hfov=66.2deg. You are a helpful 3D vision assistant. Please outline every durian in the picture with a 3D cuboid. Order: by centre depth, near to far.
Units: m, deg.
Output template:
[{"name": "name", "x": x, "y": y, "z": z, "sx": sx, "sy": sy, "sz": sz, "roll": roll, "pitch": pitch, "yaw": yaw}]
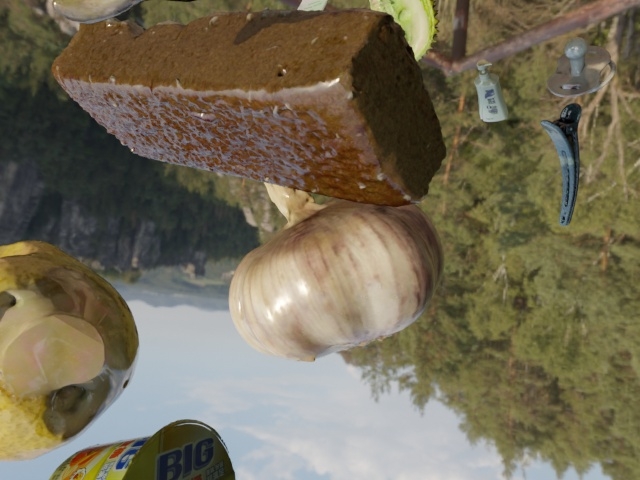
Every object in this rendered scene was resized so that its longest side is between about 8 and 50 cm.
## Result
[{"name": "durian", "x": 0.136, "y": -0.354, "z": 0.792, "sx": 0.100, "sy": 0.086, "sz": 0.215, "roll": -21, "pitch": 125, "yaw": 13}]

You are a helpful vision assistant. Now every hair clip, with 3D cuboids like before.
[{"name": "hair clip", "x": 0.519, "y": -0.147, "z": 1.033, "sx": 0.048, "sy": 0.083, "sz": 0.275, "roll": 38, "pitch": 157, "yaw": 55}]

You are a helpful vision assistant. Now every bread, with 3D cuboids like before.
[{"name": "bread", "x": -0.091, "y": -0.141, "z": 0.496, "sx": 0.417, "sy": 0.113, "sz": 0.165, "roll": 16, "pitch": 162, "yaw": 34}]

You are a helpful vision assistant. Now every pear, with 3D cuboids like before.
[{"name": "pear", "x": -0.374, "y": 0.132, "z": 0.627, "sx": 0.271, "sy": 0.271, "sz": 0.271, "roll": 7, "pitch": 172, "yaw": 1}]

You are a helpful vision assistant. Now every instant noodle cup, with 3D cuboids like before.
[{"name": "instant noodle cup", "x": -0.212, "y": 0.314, "z": 0.551, "sx": 0.153, "sy": 0.205, "sz": 0.205, "roll": -12, "pitch": 165, "yaw": 23}]

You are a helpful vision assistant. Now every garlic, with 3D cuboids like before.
[{"name": "garlic", "x": 0.000, "y": 0.000, "z": 0.551, "sx": 0.245, "sy": 0.253, "sz": 0.245, "roll": -24, "pitch": 168, "yaw": -5}]

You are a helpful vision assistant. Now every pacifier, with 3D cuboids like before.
[{"name": "pacifier", "x": 0.364, "y": -0.248, "z": 0.685, "sx": 0.081, "sy": 0.099, "sz": 0.078, "roll": 15, "pitch": 156, "yaw": 40}]

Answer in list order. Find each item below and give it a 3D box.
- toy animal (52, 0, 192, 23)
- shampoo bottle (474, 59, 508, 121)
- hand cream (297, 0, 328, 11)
[{"name": "toy animal", "x": -0.056, "y": -0.193, "z": 0.242, "sx": 0.121, "sy": 0.168, "sz": 0.233, "roll": 47, "pitch": 161, "yaw": -26}, {"name": "shampoo bottle", "x": 0.296, "y": -0.264, "z": 0.867, "sx": 0.049, "sy": 0.034, "sz": 0.141, "roll": 22, "pitch": 165, "yaw": 37}, {"name": "hand cream", "x": -0.029, "y": -0.428, "z": 0.954, "sx": 0.050, "sy": 0.275, "sz": 0.079, "roll": 27, "pitch": 166, "yaw": -17}]
